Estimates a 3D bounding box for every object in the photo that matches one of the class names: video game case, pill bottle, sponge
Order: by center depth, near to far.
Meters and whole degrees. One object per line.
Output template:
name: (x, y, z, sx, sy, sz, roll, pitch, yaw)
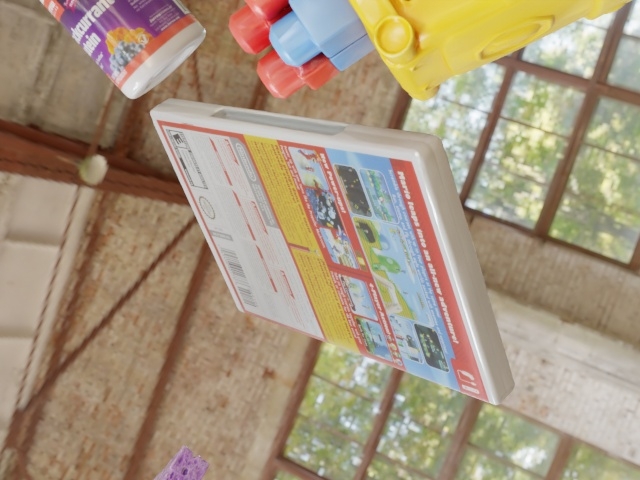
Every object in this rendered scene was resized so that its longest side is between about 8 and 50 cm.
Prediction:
video game case: (0.000, 0.000, 0.754, 0.025, 0.285, 0.204, -39, -56, -29)
sponge: (-0.168, 0.266, 0.916, 0.117, 0.031, 0.210, -58, 5, -38)
pill bottle: (-0.219, -0.249, 1.054, 0.108, 0.193, 0.108, -42, 6, 5)

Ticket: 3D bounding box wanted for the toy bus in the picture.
toy bus: (0.032, -0.180, 0.535, 0.211, 0.220, 0.149, -30, -9, 11)
